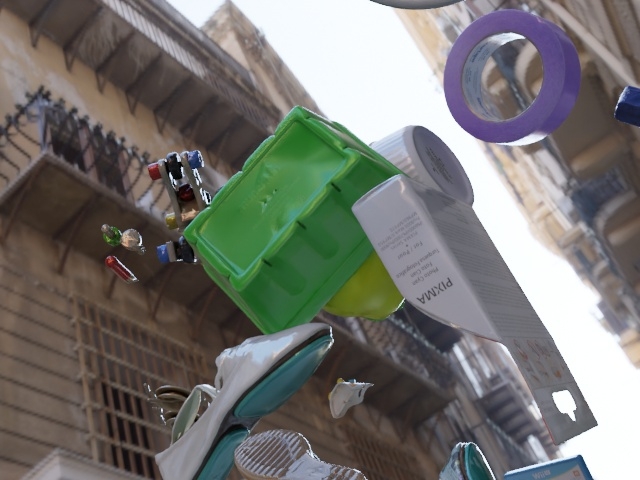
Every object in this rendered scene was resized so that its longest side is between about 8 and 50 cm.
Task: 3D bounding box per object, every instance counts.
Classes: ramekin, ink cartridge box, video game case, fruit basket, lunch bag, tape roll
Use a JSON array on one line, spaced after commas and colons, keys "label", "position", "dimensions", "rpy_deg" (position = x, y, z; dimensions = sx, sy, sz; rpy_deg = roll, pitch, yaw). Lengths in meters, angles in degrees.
[{"label": "ramekin", "position": [0.218, -0.127, 1.874], "dimensions": [0.127, 0.272, 0.273], "rpy_deg": [-36, -44, 29]}, {"label": "ink cartridge box", "position": [0.221, 0.106, 1.187], "dimensions": [0.091, 0.385, 0.308], "rpy_deg": [-34, -20, 19]}, {"label": "video game case", "position": [0.325, 0.370, 1.137], "dimensions": [0.119, 0.166, 0.015], "rpy_deg": [-29, -6, 39]}, {"label": "fruit basket", "position": [0.000, 0.000, 1.518], "dimensions": [0.392, 0.283, 0.392], "rpy_deg": [-31, -35, -25]}, {"label": "lunch bag", "position": [0.714, -0.300, 1.940], "dimensions": [0.098, 0.065, 0.067], "rpy_deg": [22, -28, 15]}, {"label": "tape roll", "position": [0.398, -0.339, 1.822], "dimensions": [0.090, 0.275, 0.274], "rpy_deg": [-5, -42, -52]}]

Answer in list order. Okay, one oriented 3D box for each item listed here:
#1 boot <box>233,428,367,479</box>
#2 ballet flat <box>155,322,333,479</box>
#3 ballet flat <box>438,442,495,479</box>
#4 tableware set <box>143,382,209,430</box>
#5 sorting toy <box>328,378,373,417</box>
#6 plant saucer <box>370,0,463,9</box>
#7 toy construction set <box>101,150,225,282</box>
[{"label": "boot", "position": [0.002, 0.351, 1.077], "dimensions": [0.090, 0.248, 0.206], "rpy_deg": [-35, -64, -32]}, {"label": "ballet flat", "position": [-0.142, 0.253, 1.380], "dimensions": [0.139, 0.139, 0.400], "rpy_deg": [24, -69, -38]}, {"label": "ballet flat", "position": [0.148, 0.278, 0.852], "dimensions": [0.079, 0.221, 0.077], "rpy_deg": [-39, -72, 8]}, {"label": "tableware set", "position": [-0.293, 0.360, 1.799], "dimensions": [0.128, 0.039, 0.194], "rpy_deg": [3, -37, 6]}, {"label": "sorting toy", "position": [0.062, 0.293, 1.657], "dimensions": [0.075, 0.045, 0.083], "rpy_deg": [1, -49, -38]}, {"label": "plant saucer", "position": [0.148, -0.540, 1.254], "dimensions": [0.401, 0.100, 0.400], "rpy_deg": [4, -73, 14]}, {"label": "toy construction set", "position": [-0.300, -0.013, 1.859], "dimensions": [0.309, 0.257, 0.237], "rpy_deg": [-36, -21, -7]}]
